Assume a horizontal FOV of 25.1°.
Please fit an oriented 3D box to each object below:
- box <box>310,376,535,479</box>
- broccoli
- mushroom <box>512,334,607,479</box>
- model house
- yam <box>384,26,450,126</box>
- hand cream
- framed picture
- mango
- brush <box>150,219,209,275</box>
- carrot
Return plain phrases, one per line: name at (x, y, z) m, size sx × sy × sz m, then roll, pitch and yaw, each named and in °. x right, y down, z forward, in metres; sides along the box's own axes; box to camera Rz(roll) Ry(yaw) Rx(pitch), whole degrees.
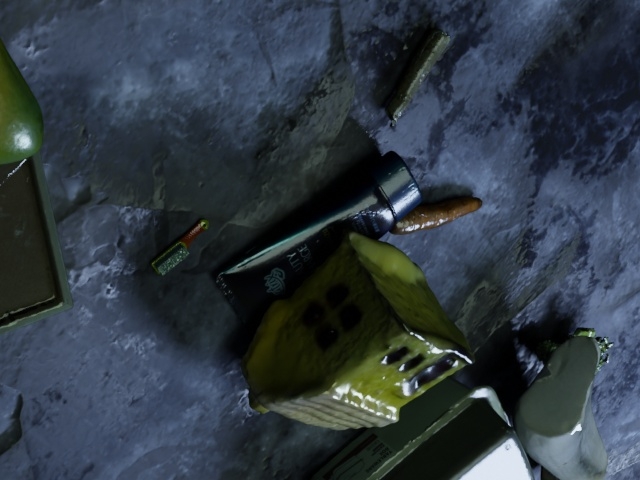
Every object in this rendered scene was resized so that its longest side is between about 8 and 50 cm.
box at (0.145, 0.336, 1.928) m, size 0.290 × 0.166 × 0.220 m, roll -38°, pitch 130°, yaw -16°
broccoli at (0.366, 0.158, 2.073) m, size 0.095 × 0.097 × 0.092 m, roll -36°, pitch 143°, yaw -59°
mushroom at (0.357, 0.271, 2.045) m, size 0.159 × 0.122 × 0.328 m, roll -34°, pitch 145°, yaw -7°
model house at (0.028, 0.129, 1.739) m, size 0.234 × 0.174 × 0.193 m, roll -36°, pitch 149°, yaw 17°
yam at (0.113, -0.198, 1.737) m, size 0.129 × 0.027 × 0.033 m, roll -58°, pitch 172°, yaw -2°
hand cream at (0.000, 0.000, 1.738) m, size 0.270 × 0.061 × 0.120 m, roll -37°, pitch 135°, yaw -9°
framed picture at (-0.423, 0.021, 1.438) m, size 0.335 × 0.022 × 0.247 m, roll -23°, pitch 123°, yaw -27°
mango at (-0.358, -0.158, 1.349) m, size 0.137 × 0.091 × 0.237 m, roll -33°, pitch 119°, yaw -14°
brush at (-0.156, 0.007, 1.637) m, size 0.083 × 0.021 × 0.018 m, roll -43°, pitch 128°, yaw -14°
carrot at (0.149, -0.034, 1.842) m, size 0.165 × 0.036 × 0.035 m, roll -11°, pitch 118°, yaw -36°
